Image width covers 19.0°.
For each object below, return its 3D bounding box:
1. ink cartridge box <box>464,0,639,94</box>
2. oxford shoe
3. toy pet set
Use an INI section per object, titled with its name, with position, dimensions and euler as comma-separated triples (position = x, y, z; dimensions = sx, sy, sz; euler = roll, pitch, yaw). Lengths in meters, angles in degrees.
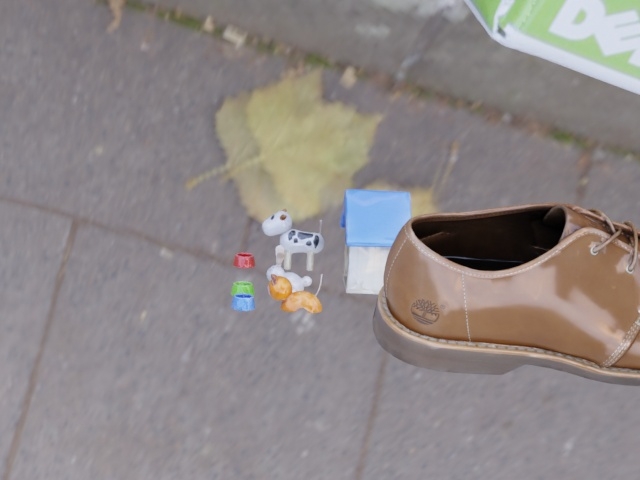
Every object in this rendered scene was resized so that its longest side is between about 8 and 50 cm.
[ink cartridge box]
position = 0.130, -0.051, 0.394
dimensions = 0.189, 0.097, 0.255
euler = 17, 28, -29
[oxford shoe]
position = 0.134, 0.019, 0.896
dimensions = 0.212, 0.076, 0.076
euler = 0, 39, -10
[toy pet set]
position = 0.000, 0.000, 1.231
dimensions = 0.114, 0.122, 0.065
euler = 2, 104, -4
